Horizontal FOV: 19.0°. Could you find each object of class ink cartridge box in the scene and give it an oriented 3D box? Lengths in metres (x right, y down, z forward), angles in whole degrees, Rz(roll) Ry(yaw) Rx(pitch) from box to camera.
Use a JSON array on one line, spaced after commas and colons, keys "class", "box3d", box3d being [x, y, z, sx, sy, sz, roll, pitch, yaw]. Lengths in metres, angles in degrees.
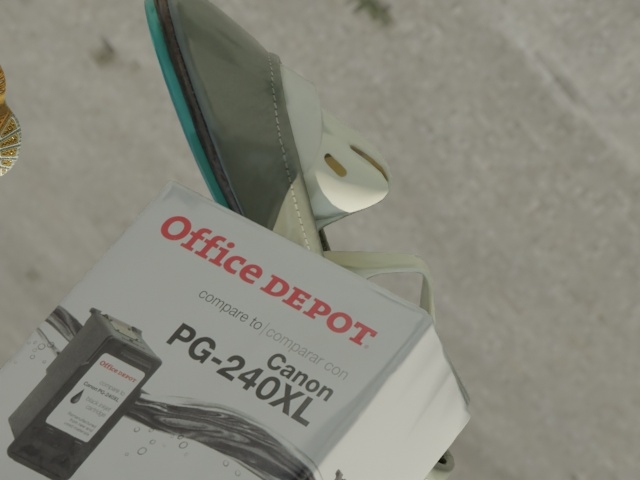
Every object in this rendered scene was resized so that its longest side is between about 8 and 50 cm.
[{"class": "ink cartridge box", "box3d": [-0.044, 0.068, 0.562, 0.109, 0.150, 0.063, 27, 157, 32]}]

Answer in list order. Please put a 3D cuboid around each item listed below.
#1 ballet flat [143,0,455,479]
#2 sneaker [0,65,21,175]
[{"class": "ballet flat", "box3d": [0.000, 0.000, 0.666, 0.072, 0.068, 0.213, -102, -5, -67]}, {"class": "sneaker", "box3d": [-0.209, -0.081, 1.189, 0.037, 0.032, 0.083, 31, 131, 52]}]
